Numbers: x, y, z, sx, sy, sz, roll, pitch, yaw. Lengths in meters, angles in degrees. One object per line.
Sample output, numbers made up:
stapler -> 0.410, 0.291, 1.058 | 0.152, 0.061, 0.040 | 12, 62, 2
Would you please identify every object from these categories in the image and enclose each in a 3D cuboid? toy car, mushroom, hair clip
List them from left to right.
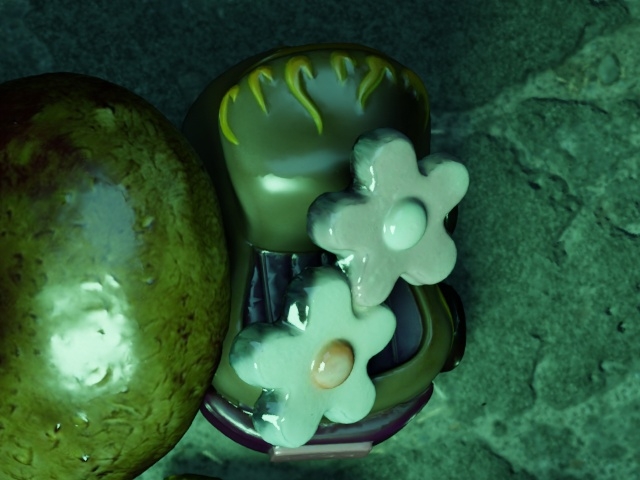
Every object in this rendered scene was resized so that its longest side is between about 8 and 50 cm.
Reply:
mushroom -> -0.226, 0.047, 1.487 | 0.239, 0.345, 0.345 | -22, 76, -37
toy car -> 0.000, 0.000, 1.555 | 0.271, 0.240, 0.340 | -3, 76, -10
hair clip -> 0.022, 0.037, 1.431 | 0.146, 0.075, 0.257 | 32, 94, -34

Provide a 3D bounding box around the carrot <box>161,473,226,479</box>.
carrot -> -0.052, 0.237, 1.542 | 0.173, 0.082, 0.082 | 12, 70, 16
